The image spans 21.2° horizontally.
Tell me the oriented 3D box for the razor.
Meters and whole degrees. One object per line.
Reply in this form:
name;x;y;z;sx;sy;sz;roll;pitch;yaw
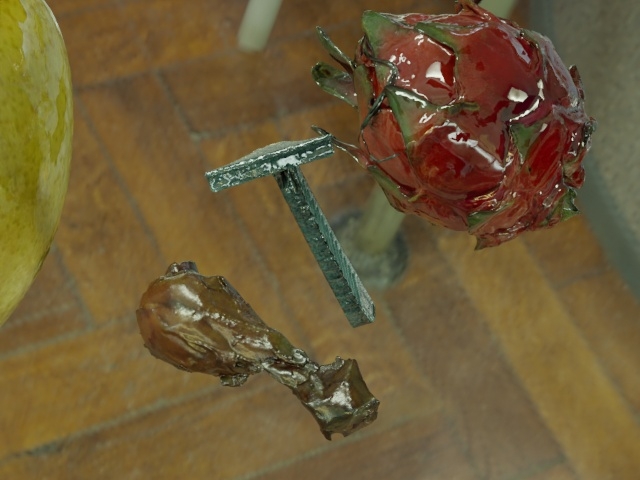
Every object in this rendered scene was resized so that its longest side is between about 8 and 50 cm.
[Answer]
razor;-0.001;-0.005;0.913;0.066;0.190;0.033;-18;57;8

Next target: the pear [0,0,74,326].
pear;-0.301;-0.048;1.015;0.314;0.314;0.314;9;54;-13

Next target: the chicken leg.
chicken leg;-0.069;0.113;1.770;0.304;0.113;0.093;24;11;28

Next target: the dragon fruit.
dragon fruit;0.112;-0.109;1.428;0.274;0.193;0.192;39;87;2
